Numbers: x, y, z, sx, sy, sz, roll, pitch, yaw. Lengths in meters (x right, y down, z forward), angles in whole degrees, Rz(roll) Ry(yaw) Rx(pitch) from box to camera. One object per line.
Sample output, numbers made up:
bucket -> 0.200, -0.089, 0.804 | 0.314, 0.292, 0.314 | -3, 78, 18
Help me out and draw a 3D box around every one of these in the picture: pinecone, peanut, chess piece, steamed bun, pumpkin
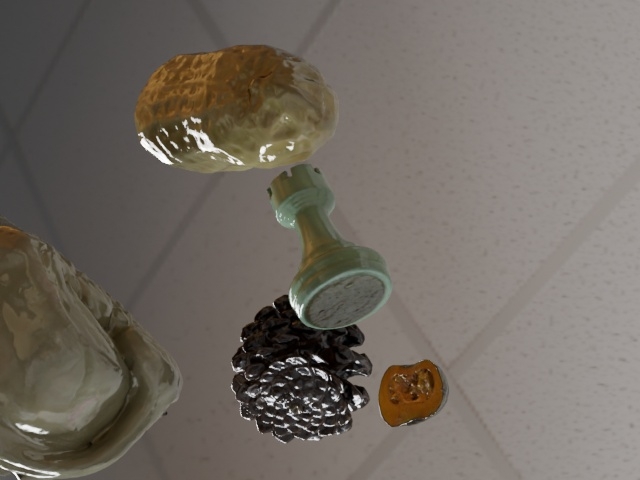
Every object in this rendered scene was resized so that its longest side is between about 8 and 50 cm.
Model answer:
pinecone -> -0.018, 0.133, 1.288 | 0.163, 0.163, 0.165 | -49, -164, 30
peanut -> -0.096, -0.148, 1.291 | 0.313, 0.152, 0.152 | 0, -95, 51
chess piece -> 0.000, 0.000, 0.734 | 0.067, 0.067, 0.103 | -47, -131, 31
steamed bun -> -0.348, 0.143, 1.304 | 0.255, 0.342, 0.368 | -51, -164, -13
pumpkin -> 0.080, 0.124, 0.905 | 0.083, 0.028, 0.050 | -22, -116, 56
